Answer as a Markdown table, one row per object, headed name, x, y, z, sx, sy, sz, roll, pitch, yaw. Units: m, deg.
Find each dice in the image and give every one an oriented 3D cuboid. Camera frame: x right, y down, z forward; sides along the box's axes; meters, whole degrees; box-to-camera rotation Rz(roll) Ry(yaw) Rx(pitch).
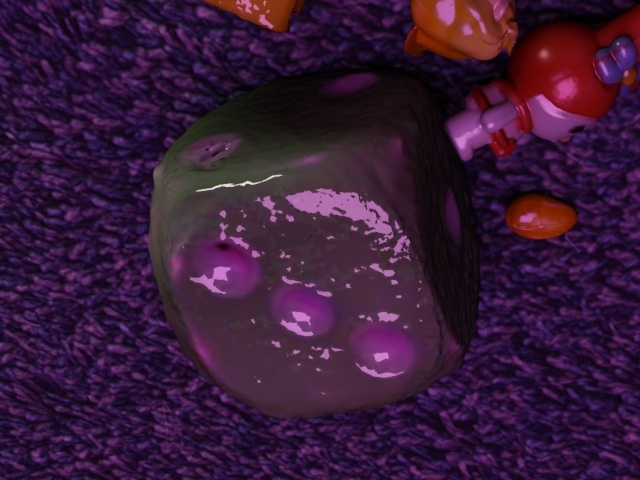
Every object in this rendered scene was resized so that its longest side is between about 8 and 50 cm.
| name | x | y | z | sx | sy | sz | roll | pitch | yaw |
| --- | --- | --- | --- | --- | --- | --- | --- | --- | --- |
| dice | 0.000 | 0.000 | 1.646 | 0.330 | 0.318 | 0.322 | -7 | 117 | 18 |

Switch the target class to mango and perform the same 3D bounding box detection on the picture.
| name | x | y | z | sx | sy | sz | roll | pitch | yaw |
| --- | --- | --- | --- | --- | --- | --- | --- | --- | --- |
| mango | 0.274 | -0.029 | 1.725 | 0.089 | 0.046 | 0.060 | 1 | 120 | 8 |

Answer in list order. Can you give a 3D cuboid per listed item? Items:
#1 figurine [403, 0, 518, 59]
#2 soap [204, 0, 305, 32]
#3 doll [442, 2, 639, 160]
| name | x | y | z | sx | sy | sz | roll | pitch | yaw |
| --- | --- | --- | --- | --- | --- | --- | --- | --- | --- |
| figurine | 0.177 | -0.286 | 1.534 | 0.156 | 0.131 | 0.246 | 61 | 143 | 26 |
| soap | -0.072 | -0.410 | 1.554 | 0.204 | 0.096 | 0.324 | 21 | 123 | 0 |
| doll | 0.274 | -0.183 | 1.567 | 0.290 | 0.161 | 0.130 | -29 | 91 | 5 |
